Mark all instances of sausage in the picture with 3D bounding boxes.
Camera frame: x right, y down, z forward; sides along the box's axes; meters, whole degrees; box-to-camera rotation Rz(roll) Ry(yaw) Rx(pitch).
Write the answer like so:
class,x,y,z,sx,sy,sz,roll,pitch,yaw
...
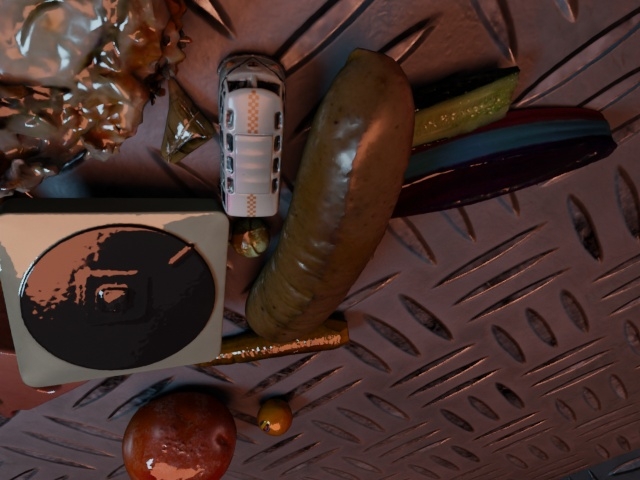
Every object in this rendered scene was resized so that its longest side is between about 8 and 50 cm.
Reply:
class,x,y,z,sx,sy,sz,roll,pitch,yaw
sausage,0.002,0.002,0.568,0.123,0.136,0.500,-28,157,-38

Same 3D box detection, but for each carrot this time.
class,x,y,z,sx,sy,sz,roll,pitch,yaw
carrot,-0.102,0.195,0.811,0.314,0.066,0.066,-9,132,1

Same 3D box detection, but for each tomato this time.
class,x,y,z,sx,sy,sz,roll,pitch,yaw
tomato,-0.295,0.432,0.888,0.232,0.188,0.232,-4,131,-4

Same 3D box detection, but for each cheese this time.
class,x,y,z,sx,sy,sz,roll,pitch,yaw
cheese,-0.474,0.158,0.665,0.203,0.128,0.177,-25,129,16

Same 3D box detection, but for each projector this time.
class,x,y,z,sx,sy,sz,roll,pitch,yaw
projector,-0.264,0.066,0.579,0.259,0.079,0.257,-2,119,-23

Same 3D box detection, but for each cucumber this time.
class,x,y,z,sx,sy,sz,roll,pitch,yaw
cucumber,0.139,-0.169,0.547,0.211,0.062,0.078,-20,144,-2

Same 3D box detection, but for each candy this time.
class,x,y,z,sx,sy,sz,roll,pitch,yaw
candy,-0.174,0.010,0.647,0.203,0.061,0.061,-11,132,10

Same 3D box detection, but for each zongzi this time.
class,x,y,z,sx,sy,sz,roll,pitch,yaw
zongzi,-0.181,-0.142,0.517,0.076,0.040,0.083,-28,119,21

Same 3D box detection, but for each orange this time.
class,x,y,z,sx,sy,sz,roll,pitch,yaw
orange,-0.103,0.402,0.973,0.084,0.083,0.083,-6,131,-6

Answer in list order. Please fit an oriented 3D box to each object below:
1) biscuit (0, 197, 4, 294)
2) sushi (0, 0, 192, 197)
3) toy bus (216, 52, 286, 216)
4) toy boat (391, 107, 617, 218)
class,x,y,z,sx,sy,sz,roll,pitch,yaw
biscuit,-0.510,-0.052,0.507,0.275,0.052,0.355,-25,127,22
sushi,-0.302,-0.218,0.317,0.418,0.176,0.417,-7,123,-11
toy bus,-0.083,-0.118,0.520,0.087,0.089,0.193,0,129,-12
toy boat,0.222,-0.106,0.608,0.392,0.079,0.136,-14,133,5
